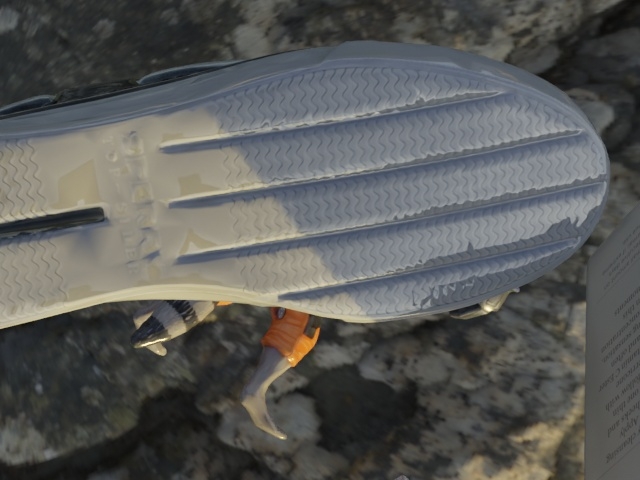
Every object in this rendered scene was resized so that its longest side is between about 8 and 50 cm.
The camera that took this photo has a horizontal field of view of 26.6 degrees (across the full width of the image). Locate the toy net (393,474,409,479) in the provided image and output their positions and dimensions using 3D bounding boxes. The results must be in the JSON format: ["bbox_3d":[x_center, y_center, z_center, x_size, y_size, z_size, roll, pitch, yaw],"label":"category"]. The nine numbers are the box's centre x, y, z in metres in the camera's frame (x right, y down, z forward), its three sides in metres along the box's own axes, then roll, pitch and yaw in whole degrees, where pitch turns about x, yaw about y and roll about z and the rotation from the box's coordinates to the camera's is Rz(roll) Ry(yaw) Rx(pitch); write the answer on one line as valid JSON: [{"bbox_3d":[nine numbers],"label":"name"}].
[{"bbox_3d":[0.002,0.230,1.100,0.232,0.122,0.045,-19,60,-15],"label":"toy net"}]

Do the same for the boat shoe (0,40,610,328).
[{"bbox_3d":[-0.046,-0.035,0.601,0.335,0.119,0.121,-3,111,-5],"label":"boat shoe"}]

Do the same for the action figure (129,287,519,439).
[{"bbox_3d":[0.000,0.000,1.181,0.178,0.341,0.330,36,84,-35],"label":"action figure"}]

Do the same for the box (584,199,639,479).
[{"bbox_3d":[0.256,0.124,0.636,0.215,0.168,0.345,20,48,-11],"label":"box"}]
